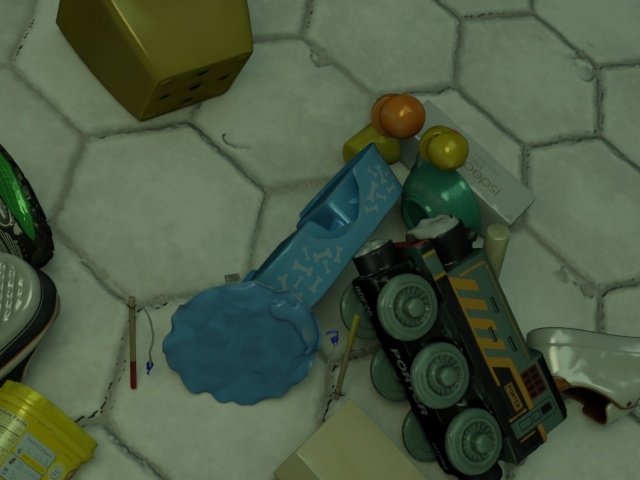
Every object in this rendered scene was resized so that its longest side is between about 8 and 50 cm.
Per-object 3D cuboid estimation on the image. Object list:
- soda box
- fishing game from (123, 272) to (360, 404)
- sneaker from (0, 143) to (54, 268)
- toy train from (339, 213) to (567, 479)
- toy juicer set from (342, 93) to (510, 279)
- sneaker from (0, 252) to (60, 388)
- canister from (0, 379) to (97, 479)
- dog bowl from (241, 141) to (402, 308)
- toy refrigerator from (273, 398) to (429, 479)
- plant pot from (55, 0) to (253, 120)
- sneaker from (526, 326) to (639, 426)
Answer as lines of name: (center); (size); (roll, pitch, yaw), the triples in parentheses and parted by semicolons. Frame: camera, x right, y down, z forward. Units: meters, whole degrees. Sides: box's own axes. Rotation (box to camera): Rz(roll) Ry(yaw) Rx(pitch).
soda box: (0.202, -0.100, 1.235); (0.216, 0.069, 0.074); (43, 60, 8)
fishing game: (-0.091, 0.115, 0.983); (0.264, 0.189, 0.041); (2, 35, -6)
sneaker: (-0.453, -0.068, 1.001); (0.344, 0.134, 0.146); (36, 66, 14)
toy train: (0.162, 0.132, 1.027); (0.190, 0.142, 0.333); (-29, 97, -25)
toy juicer set: (0.173, -0.063, 1.125); (0.090, 0.209, 0.329); (-31, 76, -26)
sneaker: (-0.412, 0.145, 0.902); (0.321, 0.127, 0.126); (-36, 75, -3)
canister: (-0.326, 0.248, 0.869); (0.169, 0.073, 0.126); (-58, 134, -29)
dog bowl: (0.000, 0.000, 1.075); (0.074, 0.166, 0.297); (44, 59, -6)
toy refrigerator: (0.080, 0.323, 0.969); (0.269, 0.094, 0.102); (45, 53, 8)
plant pot: (-0.208, -0.285, 1.140); (0.212, 0.212, 0.187); (-24, 86, -26)
sneaker: (0.416, 0.193, 1.140); (0.290, 0.106, 0.123); (5, 72, -6)
